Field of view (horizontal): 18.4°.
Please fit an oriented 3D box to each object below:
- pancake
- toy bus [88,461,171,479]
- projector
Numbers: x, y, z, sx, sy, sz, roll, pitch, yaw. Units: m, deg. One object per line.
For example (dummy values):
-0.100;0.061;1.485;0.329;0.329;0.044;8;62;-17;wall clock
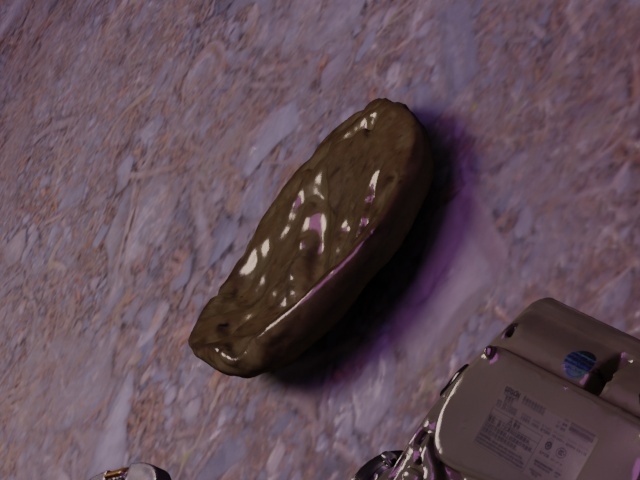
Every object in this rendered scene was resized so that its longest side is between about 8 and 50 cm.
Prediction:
0.000;0.000;1.391;0.242;0.050;0.242;-43;23;23;pancake
-0.110;0.256;1.219;0.126;0.136;0.209;-22;46;52;toy bus
0.088;0.165;0.971;0.193;0.088;0.269;27;87;49;projector
